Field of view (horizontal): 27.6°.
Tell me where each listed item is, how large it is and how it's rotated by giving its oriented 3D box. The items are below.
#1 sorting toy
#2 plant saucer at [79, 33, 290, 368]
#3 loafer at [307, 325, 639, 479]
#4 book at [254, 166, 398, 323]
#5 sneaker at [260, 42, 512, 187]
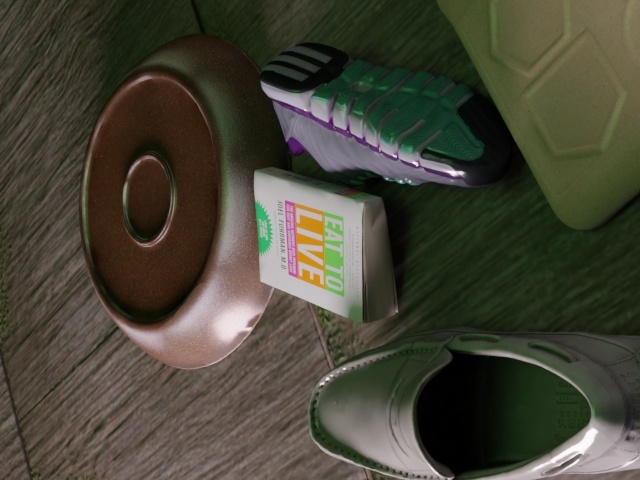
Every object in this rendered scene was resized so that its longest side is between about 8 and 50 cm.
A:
[{"bbox_3d":[0.182,-0.141,0.832,0.193,0.038,0.208,-47,60,38],"label":"sorting toy"},{"bbox_3d":[-0.141,-0.037,1.193,0.311,0.050,0.310,-4,84,50],"label":"plant saucer"},{"bbox_3d":[0.092,0.108,0.864,0.319,0.111,0.112,-15,77,48],"label":"loafer"},{"bbox_3d":[0.000,0.000,1.021,0.144,0.035,0.096,18,117,52],"label":"book"},{"bbox_3d":[0.053,-0.073,0.967,0.224,0.083,0.098,29,145,37],"label":"sneaker"}]
